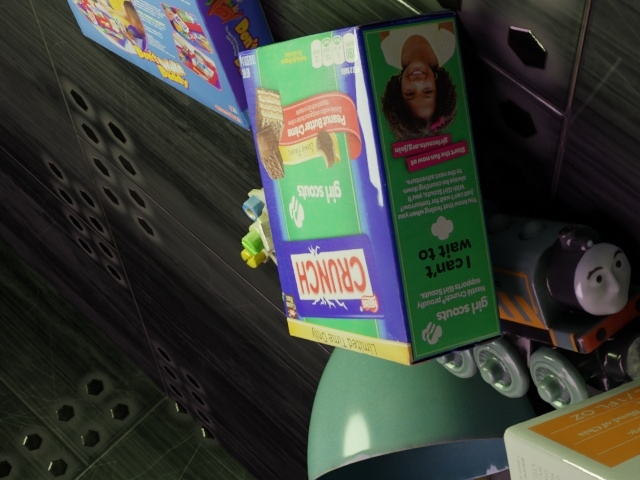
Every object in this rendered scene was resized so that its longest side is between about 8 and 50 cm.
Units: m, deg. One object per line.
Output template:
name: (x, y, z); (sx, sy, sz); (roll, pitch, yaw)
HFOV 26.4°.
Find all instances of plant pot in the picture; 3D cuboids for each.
plant pot: (0.115, 0.189, 1.690); (0.290, 0.290, 0.195); (106, 156, -67)

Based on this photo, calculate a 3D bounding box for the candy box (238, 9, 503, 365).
candy box: (0.044, -0.053, 1.362); (0.268, 0.122, 0.317); (4, 107, 63)

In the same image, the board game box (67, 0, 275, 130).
board game box: (-0.203, -0.300, 1.652); (0.347, 0.078, 0.233); (33, 155, 37)

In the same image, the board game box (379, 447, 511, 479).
board game box: (0.169, 0.282, 1.846); (0.243, 0.165, 0.042); (49, 161, -3)

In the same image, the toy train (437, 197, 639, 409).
toy train: (0.202, 0.056, 1.408); (0.334, 0.142, 0.190); (14, 132, 57)

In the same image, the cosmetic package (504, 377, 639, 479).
cosmetic package: (0.370, 0.245, 1.087); (0.453, 0.230, 0.161); (19, 122, 62)

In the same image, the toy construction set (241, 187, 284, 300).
toy construction set: (0.000, 0.000, 1.720); (0.215, 0.151, 0.327); (49, 171, -2)
